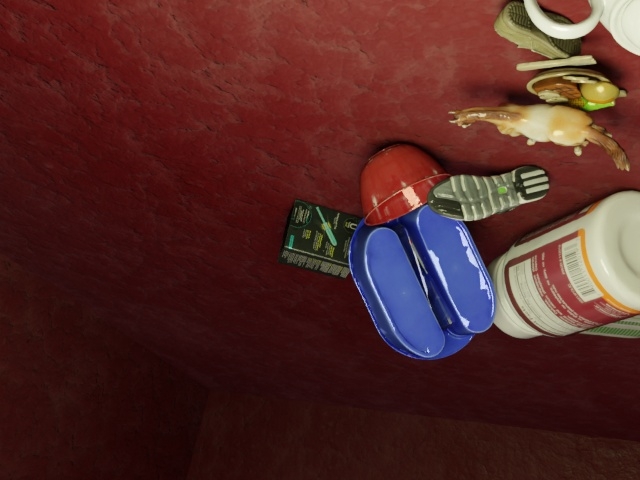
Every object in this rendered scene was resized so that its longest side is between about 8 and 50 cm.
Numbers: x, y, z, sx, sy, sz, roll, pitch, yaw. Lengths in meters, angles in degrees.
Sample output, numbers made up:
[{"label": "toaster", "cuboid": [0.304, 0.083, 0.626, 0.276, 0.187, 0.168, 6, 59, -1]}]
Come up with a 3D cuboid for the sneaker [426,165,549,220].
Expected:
[{"label": "sneaker", "cuboid": [0.298, -0.073, 1.751, 0.228, 0.086, 0.132, -8, 169, -8]}]

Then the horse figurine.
[{"label": "horse figurine", "cuboid": [0.352, -0.174, 1.474, 0.263, 0.066, 0.174, 16, -179, 28]}]

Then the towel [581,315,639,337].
[{"label": "towel", "cuboid": [0.648, 0.175, 2.215, 0.247, 0.038, 0.325, 5, 164, 18]}]

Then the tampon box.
[{"label": "tampon box", "cuboid": [0.000, 0.000, 2.097, 0.161, 0.120, 0.101, 16, 157, -6]}]

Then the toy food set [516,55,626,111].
[{"label": "toy food set", "cuboid": [0.372, -0.221, 1.402, 0.132, 0.039, 0.192, -1, 171, 33]}]

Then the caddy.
[{"label": "caddy", "cuboid": [0.202, 0.078, 1.903, 0.241, 0.341, 0.179, -25, -178, -5]}]

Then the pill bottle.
[{"label": "pill bottle", "cuboid": [0.498, 0.065, 1.843, 0.224, 0.224, 0.392, 21, 157, -18]}]

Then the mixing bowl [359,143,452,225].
[{"label": "mixing bowl", "cuboid": [0.139, -0.113, 1.737, 0.181, 0.098, 0.181, -26, 166, -7]}]

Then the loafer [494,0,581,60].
[{"label": "loafer", "cuboid": [0.304, -0.292, 1.326, 0.148, 0.056, 0.050, 22, 167, -27]}]

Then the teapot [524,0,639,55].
[{"label": "teapot", "cuboid": [0.411, -0.292, 1.089, 0.252, 0.187, 0.256, 26, 155, -29]}]
